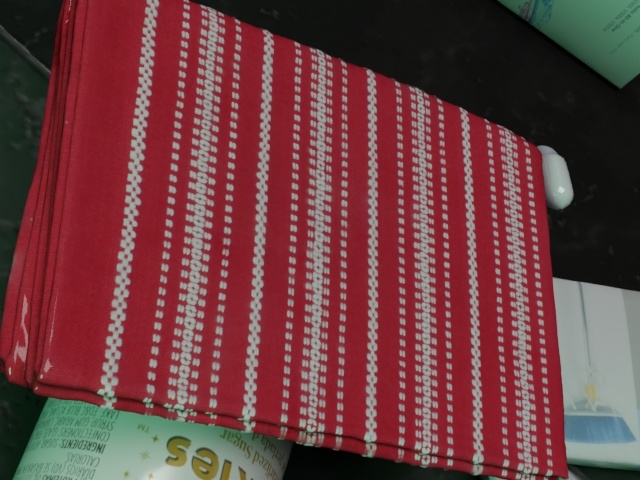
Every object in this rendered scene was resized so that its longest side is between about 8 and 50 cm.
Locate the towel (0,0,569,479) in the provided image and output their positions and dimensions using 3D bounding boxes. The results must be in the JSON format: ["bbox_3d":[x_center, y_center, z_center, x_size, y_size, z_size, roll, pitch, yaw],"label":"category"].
[{"bbox_3d":[0.000,0.000,0.508,0.275,0.031,0.199,17,60,-29],"label":"towel"}]

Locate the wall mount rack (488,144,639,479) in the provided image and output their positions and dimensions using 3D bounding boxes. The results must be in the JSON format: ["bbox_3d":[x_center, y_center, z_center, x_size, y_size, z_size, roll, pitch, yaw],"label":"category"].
[{"bbox_3d":[0.205,0.109,0.627,0.350,0.130,0.304,9,63,-19],"label":"wall mount rack"}]

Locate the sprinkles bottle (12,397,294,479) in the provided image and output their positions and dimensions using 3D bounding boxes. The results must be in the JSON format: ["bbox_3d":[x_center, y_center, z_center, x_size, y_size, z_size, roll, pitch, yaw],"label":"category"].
[{"bbox_3d":[-0.088,0.141,0.486,0.121,0.121,0.355,25,58,-12],"label":"sprinkles bottle"}]

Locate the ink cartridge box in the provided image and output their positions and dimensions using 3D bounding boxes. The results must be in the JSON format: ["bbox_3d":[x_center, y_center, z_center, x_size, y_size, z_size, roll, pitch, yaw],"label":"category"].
[{"bbox_3d":[0.183,-0.237,0.805,0.212,0.093,0.154,33,58,-5],"label":"ink cartridge box"}]
